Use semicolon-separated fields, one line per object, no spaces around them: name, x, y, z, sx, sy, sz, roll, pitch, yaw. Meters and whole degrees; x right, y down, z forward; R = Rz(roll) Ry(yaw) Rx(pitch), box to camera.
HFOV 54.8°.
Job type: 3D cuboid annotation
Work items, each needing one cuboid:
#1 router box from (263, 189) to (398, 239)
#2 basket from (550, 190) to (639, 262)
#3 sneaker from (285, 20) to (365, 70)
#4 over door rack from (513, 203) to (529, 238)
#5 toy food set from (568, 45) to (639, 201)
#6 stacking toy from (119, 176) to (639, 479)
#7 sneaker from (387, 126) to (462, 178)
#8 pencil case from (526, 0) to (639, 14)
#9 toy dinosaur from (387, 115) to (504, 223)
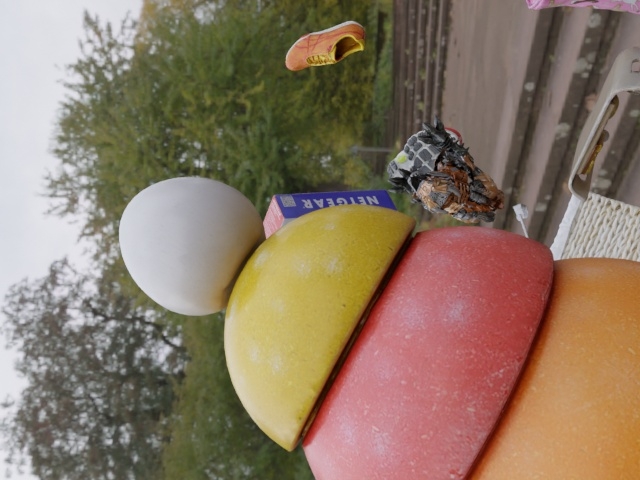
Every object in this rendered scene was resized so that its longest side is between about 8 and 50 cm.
router box;0.000;0.000;1.658;0.082;0.336;0.301;65;146;32
basket;0.848;0.051;1.799;0.328;0.267;0.331;9;-77;-53
sneaker;0.005;-0.378;1.223;0.064;0.175;0.067;42;-141;-46
over door rack;0.416;0.076;1.518;0.108;0.240;0.324;33;-138;-45
toy food set;0.661;-0.262;1.398;0.219;0.093;0.306;-56;-19;-44
stacking toy;0.047;0.080;0.492;0.350;0.480;0.350;-59;-7;-12
sneaker;0.268;-0.226;1.550;0.118;0.107;0.279;-38;4;-26
pencil case;0.681;-0.602;1.431;0.167;0.387;0.160;-92;5;-59
toy dinosaur;0.255;-0.093;1.165;0.164;0.218;0.322;-47;-34;5
